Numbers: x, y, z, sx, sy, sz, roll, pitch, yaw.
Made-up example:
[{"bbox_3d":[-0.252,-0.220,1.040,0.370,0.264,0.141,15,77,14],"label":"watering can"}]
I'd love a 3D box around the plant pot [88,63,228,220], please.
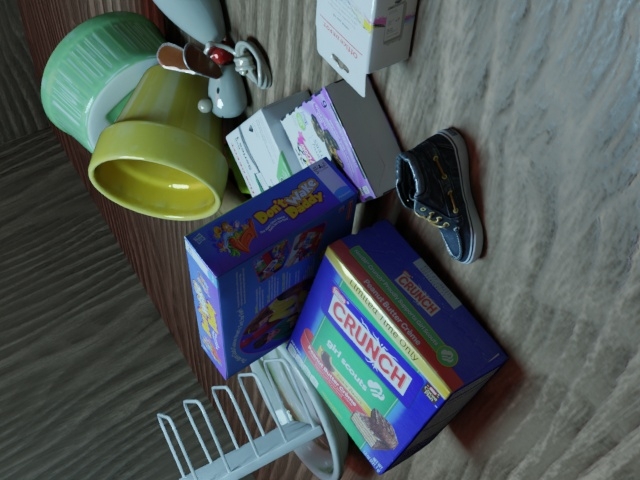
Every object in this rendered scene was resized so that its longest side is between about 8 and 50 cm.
[{"bbox_3d":[-0.292,-0.197,1.594,0.254,0.254,0.238,117,164,-64],"label":"plant pot"}]

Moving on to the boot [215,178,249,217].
[{"bbox_3d":[-0.208,-0.119,1.762,0.269,0.089,0.236,47,164,37],"label":"boot"}]

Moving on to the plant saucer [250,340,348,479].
[{"bbox_3d":[-0.034,0.343,1.846,0.400,0.101,0.400,50,155,33],"label":"plant saucer"}]

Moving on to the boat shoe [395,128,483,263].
[{"bbox_3d":[0.142,-0.041,1.015,0.065,0.083,0.183,30,141,56],"label":"boat shoe"}]

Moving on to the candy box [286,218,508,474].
[{"bbox_3d":[0.096,0.168,1.238,0.268,0.122,0.317,51,147,21],"label":"candy box"}]

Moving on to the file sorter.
[{"bbox_3d":[-0.177,0.379,1.701,0.173,0.278,0.193,66,159,0],"label":"file sorter"}]

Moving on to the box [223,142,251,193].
[{"bbox_3d":[-0.127,-0.140,1.590,0.178,0.042,0.109,16,129,64],"label":"box"}]

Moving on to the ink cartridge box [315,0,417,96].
[{"bbox_3d":[0.053,-0.282,0.974,0.115,0.067,0.198,52,154,30],"label":"ink cartridge box"}]

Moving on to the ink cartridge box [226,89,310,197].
[{"bbox_3d":[-0.063,-0.138,1.374,0.160,0.093,0.219,66,159,-4],"label":"ink cartridge box"}]

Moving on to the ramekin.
[{"bbox_3d":[-0.413,-0.310,1.734,0.148,0.303,0.303,43,152,26],"label":"ramekin"}]

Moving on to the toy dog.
[{"bbox_3d":[-0.238,-0.365,1.432,0.333,0.161,0.220,66,159,-5],"label":"toy dog"}]

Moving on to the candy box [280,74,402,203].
[{"bbox_3d":[0.032,-0.133,1.185,0.164,0.070,0.196,65,159,-4],"label":"candy box"}]

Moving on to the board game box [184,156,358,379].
[{"bbox_3d":[-0.072,0.054,1.237,0.078,0.233,0.347,50,157,23],"label":"board game box"}]
